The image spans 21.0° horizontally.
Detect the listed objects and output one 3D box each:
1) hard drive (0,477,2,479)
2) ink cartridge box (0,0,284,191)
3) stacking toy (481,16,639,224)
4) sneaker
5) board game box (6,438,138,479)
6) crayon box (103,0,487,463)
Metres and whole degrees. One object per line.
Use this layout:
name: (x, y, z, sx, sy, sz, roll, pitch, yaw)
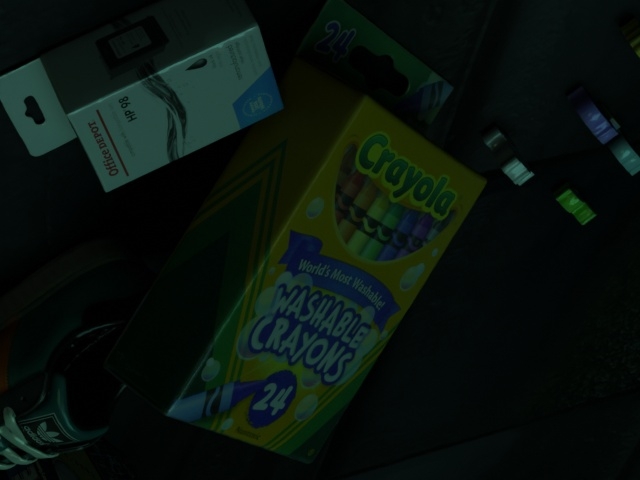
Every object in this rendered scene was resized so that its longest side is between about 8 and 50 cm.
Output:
hard drive: (-0.426, 0.265, 1.467, 0.318, 0.040, 0.210, -31, 150, -12)
ink cartridge box: (-0.125, -0.101, 1.201, 0.180, 0.060, 0.104, -26, 149, -5)
stacking toy: (0.258, -0.094, 1.530, 0.167, 0.052, 0.221, -38, 149, 15)
sneaker: (-0.243, 0.127, 1.342, 0.302, 0.121, 0.108, -40, 137, 1)
board game box: (-0.205, 0.231, 1.522, 0.042, 0.165, 0.243, -31, 148, 3)
crayon box: (0.000, 0.000, 1.314, 0.323, 0.083, 0.203, -59, 144, 2)
